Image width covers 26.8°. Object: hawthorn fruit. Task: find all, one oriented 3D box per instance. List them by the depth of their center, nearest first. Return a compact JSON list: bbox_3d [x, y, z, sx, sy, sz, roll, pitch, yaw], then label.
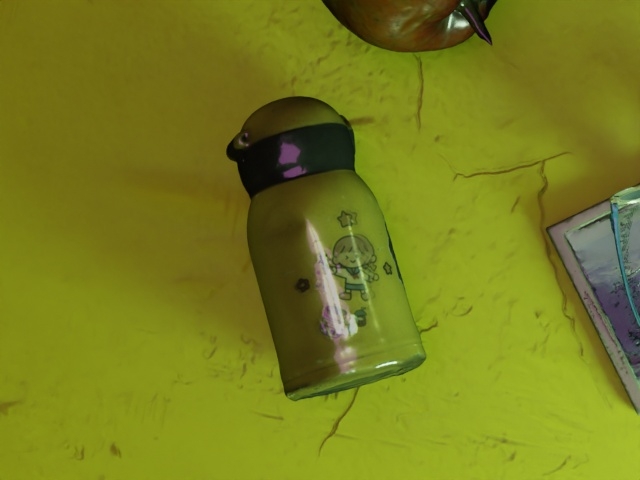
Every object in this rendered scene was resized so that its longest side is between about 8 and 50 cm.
[{"bbox_3d":[0.111,-0.342,1.546,0.268,0.268,0.300,-27,82,10],"label":"hawthorn fruit"}]

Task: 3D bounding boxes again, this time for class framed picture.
[{"bbox_3d":[0.463,0.022,1.544,0.335,0.022,0.247,-26,80,11],"label":"framed picture"}]

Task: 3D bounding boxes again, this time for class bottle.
[{"bbox_3d":[0.000,0.000,1.582,0.172,0.171,0.351,-16,81,12],"label":"bottle"}]

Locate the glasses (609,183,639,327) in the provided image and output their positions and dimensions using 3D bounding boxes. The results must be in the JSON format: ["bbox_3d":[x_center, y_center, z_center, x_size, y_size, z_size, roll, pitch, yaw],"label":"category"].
[{"bbox_3d":[0.429,0.027,1.522,0.190,0.088,0.220,-4,104,13],"label":"glasses"}]
